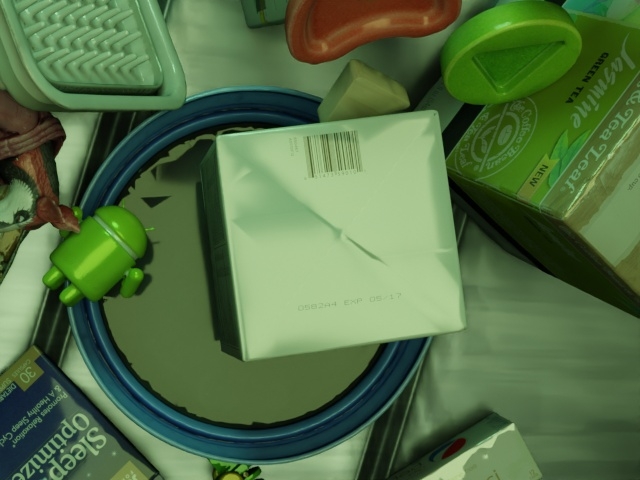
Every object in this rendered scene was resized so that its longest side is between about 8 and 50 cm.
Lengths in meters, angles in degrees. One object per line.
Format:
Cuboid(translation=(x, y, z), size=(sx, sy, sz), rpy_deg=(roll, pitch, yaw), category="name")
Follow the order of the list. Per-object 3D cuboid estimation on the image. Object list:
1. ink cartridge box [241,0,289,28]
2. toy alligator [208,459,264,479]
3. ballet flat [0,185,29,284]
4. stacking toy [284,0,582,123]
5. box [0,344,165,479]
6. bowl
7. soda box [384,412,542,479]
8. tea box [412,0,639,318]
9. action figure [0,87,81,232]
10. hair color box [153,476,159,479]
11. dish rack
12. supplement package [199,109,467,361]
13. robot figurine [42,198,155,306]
Cuboid(translation=(0.033, -0.286, 1.439), size=(0.201, 0.278, 0.117), rpy_deg=(-12, 99, -10), category="ink cartridge box")
Cuboid(translation=(-0.074, 0.295, 1.561), size=(0.051, 0.056, 0.190), rpy_deg=(-19, 96, -9), category="toy alligator")
Cuboid(translation=(-0.323, -0.023, 1.490), size=(0.070, 0.070, 0.188), rpy_deg=(20, 89, -12), category="ballet flat")
Cuboid(translation=(0.107, -0.237, 1.276), size=(0.308, 0.279, 0.130), rpy_deg=(-10, 65, -8), category="stacking toy")
Cuboid(translation=(-0.267, 0.235, 1.505), size=(0.136, 0.036, 0.225), rpy_deg=(-45, 87, -6), category="box")
Cuboid(translation=(-0.069, 0.036, 1.520), size=(0.391, 0.077, 0.391), rpy_deg=(0, 88, -8), category="bowl")
Cuboid(translation=(0.129, 0.278, 1.596), size=(0.216, 0.069, 0.074), rpy_deg=(-30, 98, -8), category="soda box")
Cuboid(translation=(0.306, -0.129, 1.455), size=(0.220, 0.323, 0.329), rpy_deg=(40, 84, -32), category="tea box")
Cuboid(translation=(-0.356, -0.145, 1.416), size=(0.370, 0.248, 0.276), rpy_deg=(43, 58, 2), category="action figure")
Cuboid(translation=(-0.161, 0.320, 1.553), size=(0.072, 0.043, 0.141), rpy_deg=(-42, 100, -6), category="hair color box")
Cuboid(translation=(-0.265, -0.266, 1.387), size=(0.072, 0.285, 0.333), rpy_deg=(-23, 85, 23), category="dish rack")
Cuboid(translation=(0.000, 0.000, 1.360), size=(0.199, 0.262, 0.198), rpy_deg=(-7, 88, -8), category="supplement package")
Cuboid(translation=(-0.218, 0.014, 1.426), size=(0.101, 0.067, 0.115), rpy_deg=(44, 82, 7), category="robot figurine")
